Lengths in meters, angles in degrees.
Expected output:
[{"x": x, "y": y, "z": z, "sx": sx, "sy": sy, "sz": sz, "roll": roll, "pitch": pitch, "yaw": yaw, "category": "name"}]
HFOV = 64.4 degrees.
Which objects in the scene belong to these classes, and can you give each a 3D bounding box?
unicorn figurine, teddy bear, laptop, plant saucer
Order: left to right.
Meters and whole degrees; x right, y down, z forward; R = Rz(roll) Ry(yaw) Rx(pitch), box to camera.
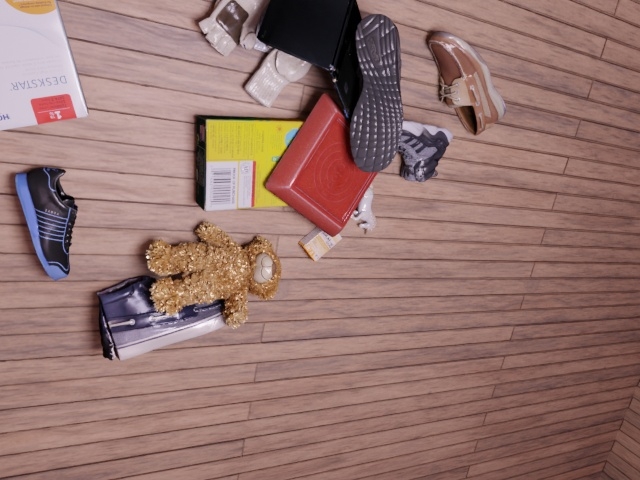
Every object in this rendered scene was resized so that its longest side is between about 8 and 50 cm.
[{"x": -0.230, "y": 0.072, "z": 1.166, "sx": 0.337, "sy": 0.245, "sz": 0.113, "roll": 16, "pitch": 145, "yaw": -27, "category": "teddy bear"}, {"x": 0.000, "y": -0.424, "z": 1.109, "sx": 0.264, "sy": 0.136, "sz": 0.235, "roll": 57, "pitch": 43, "yaw": -57, "category": "laptop"}, {"x": 0.033, "y": -0.165, "z": 1.202, "sx": 0.259, "sy": 0.047, "sz": 0.259, "roll": 35, "pitch": 84, "yaw": -40, "category": "plant saucer"}, {"x": 0.109, "y": -0.087, "z": 1.352, "sx": 0.111, "sy": 0.060, "sz": 0.162, "roll": 6, "pitch": 107, "yaw": -29, "category": "unicorn figurine"}]

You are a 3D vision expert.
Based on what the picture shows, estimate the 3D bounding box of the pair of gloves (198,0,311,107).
[{"x": -0.119, "y": -0.433, "z": 1.090, "sx": 0.204, "sy": 0.042, "sz": 0.240, "roll": -46, "pitch": 123, "yaw": -5, "category": "pair of gloves"}]

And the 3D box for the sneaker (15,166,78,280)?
[{"x": -0.531, "y": -0.032, "z": 1.025, "sx": 0.090, "sy": 0.081, "sz": 0.233, "roll": -13, "pitch": 114, "yaw": -15, "category": "sneaker"}]

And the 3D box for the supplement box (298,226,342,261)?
[{"x": 0.000, "y": 0.000, "z": 1.343, "sx": 0.098, "sy": 0.036, "sz": 0.062, "roll": -41, "pitch": 123, "yaw": -8, "category": "supplement box"}]

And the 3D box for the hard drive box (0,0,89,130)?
[{"x": -0.537, "y": -0.327, "z": 0.901, "sx": 0.180, "sy": 0.089, "sz": 0.233, "roll": -17, "pitch": 117, "yaw": -21, "category": "hard drive box"}]

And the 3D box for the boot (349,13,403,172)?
[{"x": 0.148, "y": -0.336, "z": 1.175, "sx": 0.118, "sy": 0.223, "sz": 0.339, "roll": 8, "pitch": 107, "yaw": 12, "category": "boot"}]

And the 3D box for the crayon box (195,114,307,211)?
[{"x": -0.124, "y": -0.180, "z": 1.177, "sx": 0.318, "sy": 0.081, "sz": 0.203, "roll": -5, "pitch": 111, "yaw": -29, "category": "crayon box"}]

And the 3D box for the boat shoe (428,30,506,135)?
[{"x": 0.375, "y": -0.402, "z": 1.335, "sx": 0.116, "sy": 0.123, "sz": 0.324, "roll": -49, "pitch": 122, "yaw": 0, "category": "boat shoe"}]

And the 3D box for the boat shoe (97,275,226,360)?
[{"x": -0.342, "y": 0.145, "z": 1.174, "sx": 0.340, "sy": 0.127, "sz": 0.158, "roll": -18, "pitch": 103, "yaw": -30, "category": "boat shoe"}]

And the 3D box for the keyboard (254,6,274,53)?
[{"x": -0.088, "y": -0.538, "z": 1.099, "sx": 0.072, "sy": 0.014, "sz": 0.256, "roll": 6, "pitch": 107, "yaw": -29, "category": "keyboard"}]

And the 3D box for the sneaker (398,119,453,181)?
[{"x": 0.228, "y": -0.234, "z": 1.330, "sx": 0.268, "sy": 0.101, "sz": 0.153, "roll": 2, "pitch": 106, "yaw": -31, "category": "sneaker"}]
